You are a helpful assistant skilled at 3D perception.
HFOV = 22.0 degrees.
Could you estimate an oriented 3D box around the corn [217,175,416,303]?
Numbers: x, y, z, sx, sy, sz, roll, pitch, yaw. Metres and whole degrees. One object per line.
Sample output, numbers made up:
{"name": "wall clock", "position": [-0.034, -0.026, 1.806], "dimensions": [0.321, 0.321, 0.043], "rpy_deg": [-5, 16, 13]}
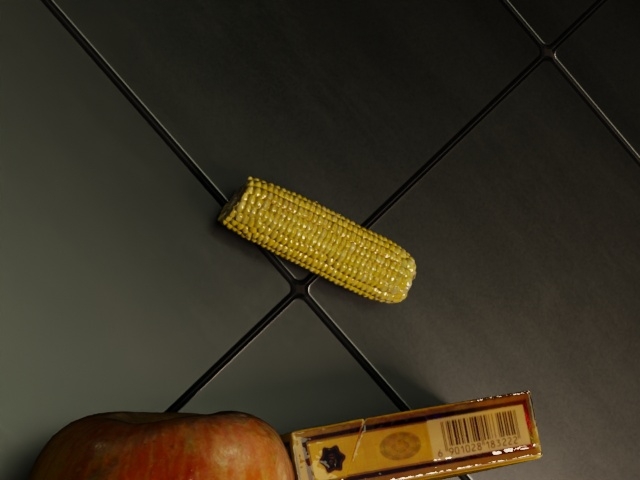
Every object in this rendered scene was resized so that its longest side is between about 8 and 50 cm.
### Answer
{"name": "corn", "position": [0.000, 0.000, 1.988], "dimensions": [0.248, 0.081, 0.081], "rpy_deg": [27, 69, -14]}

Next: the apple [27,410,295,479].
{"name": "apple", "position": [-0.172, 0.313, 1.731], "dimensions": [0.301, 0.301, 0.301], "rpy_deg": [5, 76, -21]}

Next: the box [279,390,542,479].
{"name": "box", "position": [0.076, 0.245, 1.898], "dimensions": [0.301, 0.193, 0.084], "rpy_deg": [-7, 80, -23]}
